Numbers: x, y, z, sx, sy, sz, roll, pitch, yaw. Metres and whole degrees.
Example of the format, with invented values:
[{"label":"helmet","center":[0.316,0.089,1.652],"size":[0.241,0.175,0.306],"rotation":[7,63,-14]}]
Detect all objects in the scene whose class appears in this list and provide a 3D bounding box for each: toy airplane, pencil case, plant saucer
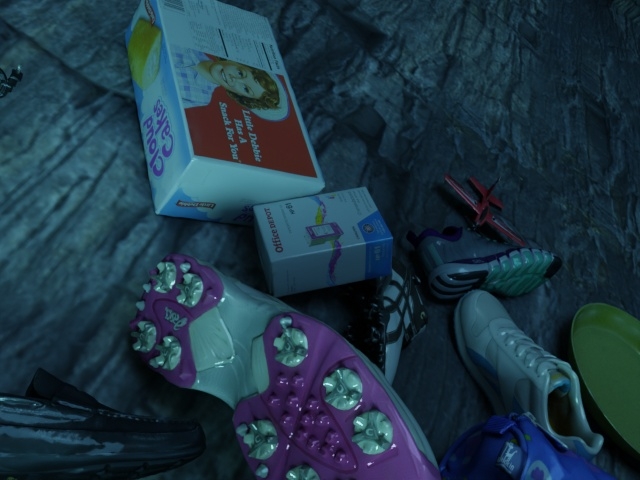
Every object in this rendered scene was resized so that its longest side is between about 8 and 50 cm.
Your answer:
[{"label":"toy airplane","center":[0.229,-0.051,1.013],"size":[0.151,0.028,0.151],"rotation":[23,44,-24]},{"label":"pencil case","center":[0.249,0.268,0.664],"size":[0.306,0.119,0.133],"rotation":[31,83,-14]},{"label":"plant saucer","center":[0.404,0.192,0.928],"size":[0.241,0.037,0.240],"rotation":[21,45,-23]}]

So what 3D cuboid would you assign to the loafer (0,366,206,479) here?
[{"label":"loafer","center":[-0.184,0.124,0.484],"size":[0.223,0.076,0.078],"rotation":[9,59,-29]}]

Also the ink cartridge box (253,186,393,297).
[{"label":"ink cartridge box","center":[0.000,0.000,0.713],"size":[0.123,0.052,0.088],"rotation":[-12,42,-10]}]

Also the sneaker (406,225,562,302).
[{"label":"sneaker","center":[0.211,0.015,0.901],"size":[0.224,0.083,0.098],"rotation":[0,50,-38]}]

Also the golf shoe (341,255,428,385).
[{"label":"golf shoe","center":[0.073,0.088,0.725],"size":[0.094,0.077,0.198],"rotation":[25,44,-19]}]

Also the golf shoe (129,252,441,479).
[{"label":"golf shoe","center":[-0.015,0.103,0.538],"size":[0.306,0.115,0.140],"rotation":[33,7,41]}]

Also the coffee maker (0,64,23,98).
[{"label":"coffee maker","center":[-0.349,-0.230,0.659],"size":[0.171,0.120,0.178],"rotation":[44,34,-36]}]

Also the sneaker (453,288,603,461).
[{"label":"sneaker","center":[0.224,0.145,0.782],"size":[0.088,0.092,0.228],"rotation":[2,52,-36]}]

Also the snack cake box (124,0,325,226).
[{"label":"snack cake box","center":[-0.111,-0.147,0.778],"size":[0.152,0.089,0.264],"rotation":[9,50,-36]}]
